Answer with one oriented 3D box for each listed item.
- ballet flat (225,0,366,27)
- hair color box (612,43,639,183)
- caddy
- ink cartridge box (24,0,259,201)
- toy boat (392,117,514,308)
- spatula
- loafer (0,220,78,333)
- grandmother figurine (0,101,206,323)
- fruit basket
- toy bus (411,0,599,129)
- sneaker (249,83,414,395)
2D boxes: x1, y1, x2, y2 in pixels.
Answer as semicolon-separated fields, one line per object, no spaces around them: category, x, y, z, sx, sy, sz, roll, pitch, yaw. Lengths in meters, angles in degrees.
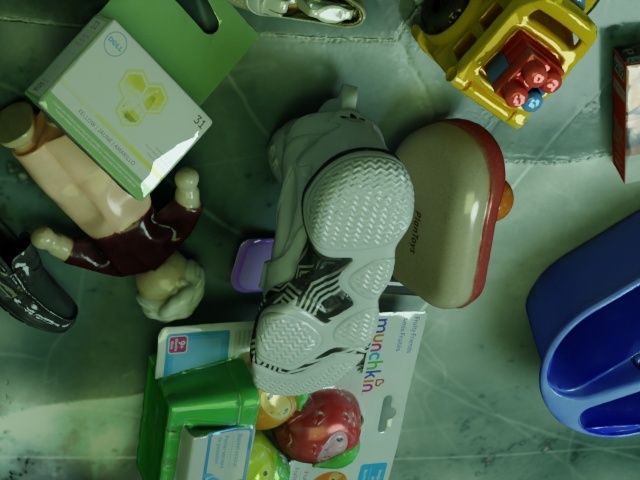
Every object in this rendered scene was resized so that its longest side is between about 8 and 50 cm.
ballet flat;-0.028;-0.266;1.741;0.168;0.052;0.057;4;123;-15
hair color box;0.403;-0.156;1.909;0.093;0.053;0.167;-11;124;-4
caddy;0.430;0.111;2.023;0.341;0.179;0.241;-33;124;11
ink cartridge box;-0.179;-0.185;1.706;0.235;0.056;0.171;-49;123;-8
toy boat;0.171;-0.040;1.907;0.151;0.151;0.231;-22;133;-35
spatula;0.031;0.045;1.982;0.296;0.030;0.084;9;123;-18
loafer;-0.361;0.028;1.857;0.078;0.076;0.223;-34;121;21
grandmother figurine;-0.229;-0.031;1.838;0.207;0.104;0.342;-15;131;18
fruit basket;-0.049;0.238;2.020;0.353;0.165;0.327;1;124;-16
toy bus;0.227;-0.233;1.723;0.149;0.211;0.220;32;111;-27
sneaker;0.000;0.000;1.840;0.137;0.210;0.366;8;128;-17
